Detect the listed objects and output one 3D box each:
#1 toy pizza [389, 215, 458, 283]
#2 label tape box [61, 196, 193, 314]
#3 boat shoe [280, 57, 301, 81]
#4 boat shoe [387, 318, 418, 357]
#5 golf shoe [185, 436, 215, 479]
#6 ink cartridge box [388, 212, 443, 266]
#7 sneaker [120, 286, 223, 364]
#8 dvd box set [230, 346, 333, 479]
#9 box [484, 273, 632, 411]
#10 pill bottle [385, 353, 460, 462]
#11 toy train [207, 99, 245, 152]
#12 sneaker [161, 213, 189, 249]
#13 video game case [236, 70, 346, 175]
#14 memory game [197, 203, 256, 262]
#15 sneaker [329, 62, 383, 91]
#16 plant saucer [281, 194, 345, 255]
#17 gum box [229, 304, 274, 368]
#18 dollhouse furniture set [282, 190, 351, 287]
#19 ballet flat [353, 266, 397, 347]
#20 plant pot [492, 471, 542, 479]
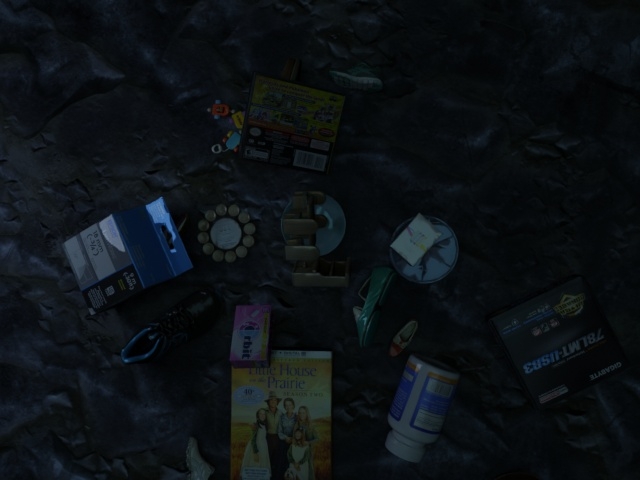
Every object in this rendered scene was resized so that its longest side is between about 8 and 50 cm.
[{"bbox_3d":[0.305,0.026,1.560,0.201,0.032,0.201,0,90,4],"label":"toy pizza"},{"bbox_3d":[-0.577,0.045,1.562,0.334,0.106,0.240,-26,87,21],"label":"label tape box"},{"bbox_3d":[-0.142,-0.404,1.571,0.105,0.111,0.307,18,90,4],"label":"boat shoe"},{"bbox_3d":[0.244,0.290,1.554,0.049,0.043,0.137,36,93,3],"label":"boat shoe"},{"bbox_3d":[-0.366,0.682,1.602,0.086,0.069,0.176,-3,91,-15],"label":"golf shoe"},{"bbox_3d":[0.275,-0.008,1.500,0.090,0.092,0.143,42,91,5],"label":"ink cartridge box"},{"bbox_3d":[-0.437,0.266,1.569,0.341,0.139,0.125,-38,84,2],"label":"sneaker"},{"bbox_3d":[-0.113,0.530,1.572,0.308,0.062,0.420,1,89,5],"label":"dvd box set"},{"bbox_3d":[0.672,0.289,1.502,0.296,0.073,0.293,-26,86,5],"label":"box"},{"bbox_3d":[0.280,0.474,1.492,0.152,0.152,0.271,20,91,5],"label":"pill bottle"},{"bbox_3d":[-0.282,-0.345,1.618,0.125,0.046,0.166,0,86,7],"label":"toy train"},{"bbox_3d":[-0.480,-0.017,1.615,0.084,0.069,0.185,35,91,0],"label":"sneaker"},{"bbox_3d":[-0.084,-0.332,1.523,0.275,0.035,0.248,8,105,-18],"label":"video game case"},{"bbox_3d":[-0.289,-0.022,1.626,0.186,0.012,0.186,0,89,5],"label":"memory game"},{"bbox_3d":[0.110,-0.500,1.583,0.167,0.065,0.076,13,74,2],"label":"sneaker"},{"bbox_3d":[-0.020,-0.047,1.589,0.195,0.037,0.194,0,88,5],"label":"plant saucer"},{"bbox_3d":[-0.198,0.276,1.545,0.107,0.062,0.188,-2,54,4],"label":"gum box"},{"bbox_3d":[0.000,0.000,1.468,0.161,0.212,0.242,0,115,7],"label":"dollhouse furniture set"},{"bbox_3d":[0.146,0.190,1.556,0.087,0.083,0.247,21,91,30],"label":"ballet flat"},{"bbox_3d":[0.575,0.805,1.445,0.215,0.215,0.230,-32,100,4],"label":"plant pot"}]
